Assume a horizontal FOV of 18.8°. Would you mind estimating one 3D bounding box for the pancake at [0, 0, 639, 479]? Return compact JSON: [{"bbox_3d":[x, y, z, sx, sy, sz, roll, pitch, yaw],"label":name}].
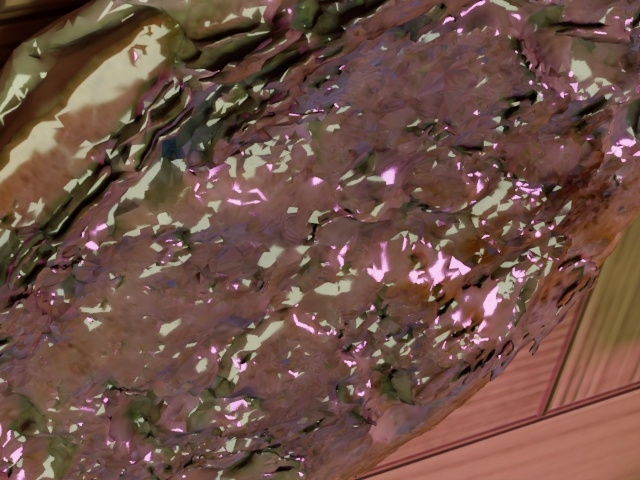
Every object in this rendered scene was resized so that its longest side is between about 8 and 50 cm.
[{"bbox_3d":[0.000,0.001,0.577,0.282,0.049,0.282,-22,142,-18],"label":"pancake"}]
